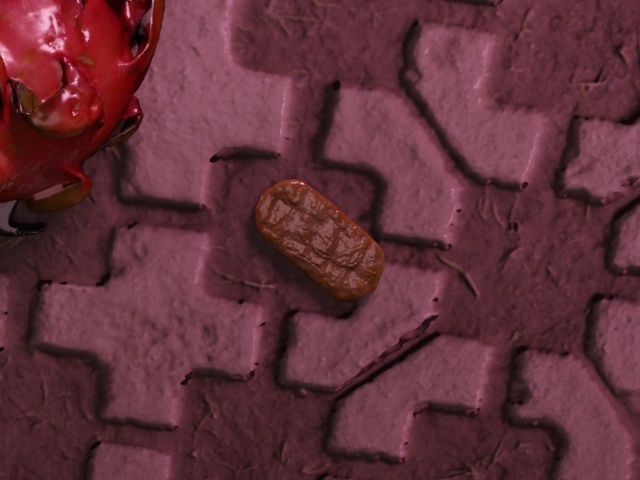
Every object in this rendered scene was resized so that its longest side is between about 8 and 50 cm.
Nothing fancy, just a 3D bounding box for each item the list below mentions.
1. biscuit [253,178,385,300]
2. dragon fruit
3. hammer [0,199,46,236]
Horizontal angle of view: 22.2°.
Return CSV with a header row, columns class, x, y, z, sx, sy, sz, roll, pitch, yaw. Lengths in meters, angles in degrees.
class,x,y,z,sx,sy,sz,roll,pitch,yaw
biscuit,0.000,0.000,1.564,0.147,0.018,0.071,41,101,-16
dragon fruit,-0.250,-0.167,1.372,0.243,0.227,0.307,1,97,-32
hammer,-0.253,-0.087,1.518,0.078,0.021,0.201,31,106,-13
